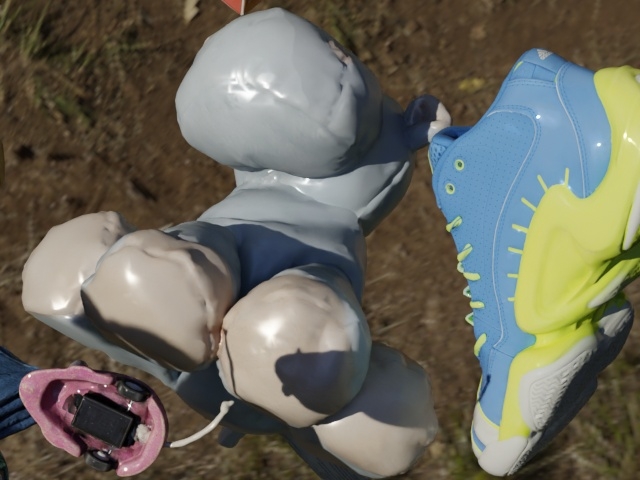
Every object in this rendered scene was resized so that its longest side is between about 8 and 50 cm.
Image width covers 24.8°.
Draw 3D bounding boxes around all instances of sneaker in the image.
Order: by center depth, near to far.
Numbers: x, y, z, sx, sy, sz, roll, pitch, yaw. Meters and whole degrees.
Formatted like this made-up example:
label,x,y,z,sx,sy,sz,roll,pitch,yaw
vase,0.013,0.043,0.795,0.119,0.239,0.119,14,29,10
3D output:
label,x,y,z,sx,sy,sz,roll,pitch,yaw
sneaker,0.108,0.005,0.769,0.126,0.240,0.091,33,28,23

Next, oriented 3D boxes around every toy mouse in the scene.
label,x,y,z,sx,sy,sz,roll,pitch,yaw
toy mouse,-0.115,0.093,0.601,0.161,0.031,0.143,-43,90,10

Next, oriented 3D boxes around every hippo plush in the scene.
label,x,y,z,sx,sy,sz,roll,pitch,yaw
hippo plush,0.000,0.000,0.867,0.294,0.234,0.236,44,67,-49

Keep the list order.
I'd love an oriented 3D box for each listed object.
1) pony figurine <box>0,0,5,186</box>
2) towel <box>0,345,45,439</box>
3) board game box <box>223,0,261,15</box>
label,x,y,z,sx,sy,sz,roll,pitch,yaw
pony figurine,-0.466,-0.118,1.269,0.363,0.303,0.351,-2,77,-5
towel,-0.212,0.081,0.854,0.067,0.119,0.029,-25,123,-35
board game box,0.060,-0.218,0.582,0.027,0.145,0.281,41,67,14
